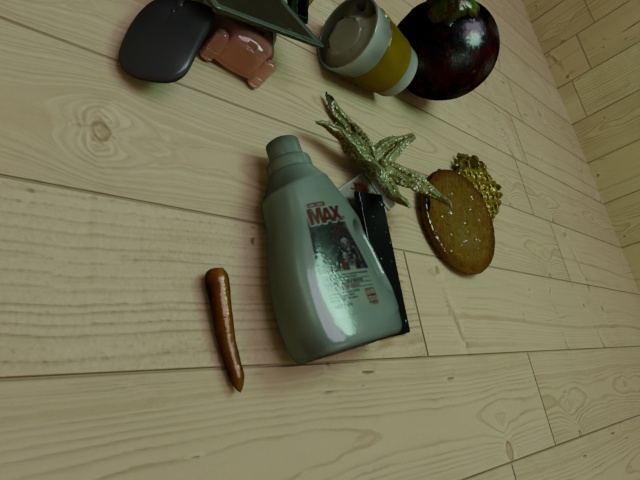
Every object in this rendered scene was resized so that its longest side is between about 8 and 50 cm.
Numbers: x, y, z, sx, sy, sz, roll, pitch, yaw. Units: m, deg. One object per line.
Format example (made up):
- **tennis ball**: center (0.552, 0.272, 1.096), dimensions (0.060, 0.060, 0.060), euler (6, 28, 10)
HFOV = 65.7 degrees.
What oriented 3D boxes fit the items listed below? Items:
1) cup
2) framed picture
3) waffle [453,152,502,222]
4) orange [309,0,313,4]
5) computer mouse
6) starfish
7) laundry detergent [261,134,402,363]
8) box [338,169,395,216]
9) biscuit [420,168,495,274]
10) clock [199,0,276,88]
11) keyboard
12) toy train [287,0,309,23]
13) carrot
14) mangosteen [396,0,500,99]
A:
- **cup**: center (0.113, -0.491, 1.261), dimensions (0.226, 0.185, 0.241), euler (17, 26, -45)
- **framed picture**: center (-0.148, -0.478, 0.976), dimensions (0.296, 0.019, 0.232), euler (-6, 54, -51)
- **waffle**: center (0.488, -0.164, 1.539), dimensions (0.229, 0.051, 0.232), euler (46, 44, -22)
- **orange**: center (-0.047, -0.631, 1.240), dimensions (0.086, 0.062, 0.086), euler (27, 49, -35)
- **computer mouse**: center (-0.257, -0.354, 0.847), dimensions (0.120, 0.057, 0.232), euler (13, 54, 0)
- **starfish**: center (0.125, -0.184, 1.110), dimensions (0.347, 0.078, 0.358), euler (25, 37, -23)
- **laundry detergent**: center (0.000, 0.000, 0.895), dimensions (0.263, 0.124, 0.398), euler (-4, 69, -45)
- **box**: center (0.093, -0.087, 1.105), dimensions (0.109, 0.029, 0.198), euler (57, 41, -5)
- **biscuit**: center (0.375, -0.051, 1.349), dimensions (0.305, 0.038, 0.306), euler (16, 64, -34)
- **clock**: center (-0.155, -0.411, 0.985), dimensions (0.165, 0.092, 0.162), euler (21, 52, -36)
- **keyboard**: center (0.128, 0.047, 1.045), dimensions (0.100, 0.018, 0.310), euler (1, 75, -49)
- **toy train**: center (-0.053, -0.623, 1.162), dimensions (0.044, 0.042, 0.209), euler (-18, 117, -50)
- **carrot**: center (-0.143, 0.132, 0.740), dimensions (0.037, 0.037, 0.190), euler (1, 72, -45)
- **mangosteen**: center (0.341, -0.574, 1.400), dimensions (0.360, 0.305, 0.306), euler (61, 32, -43)
